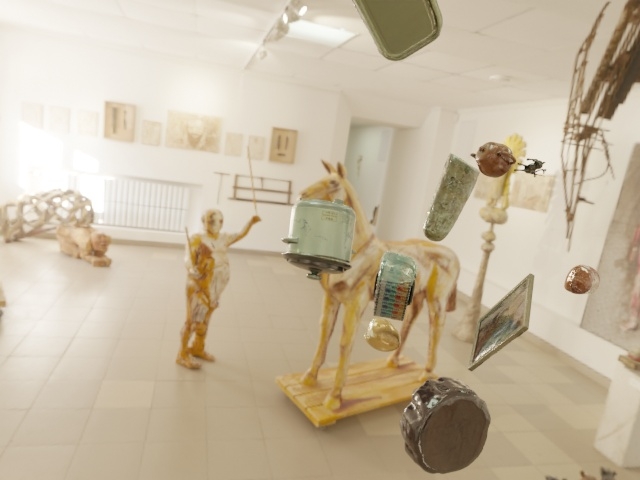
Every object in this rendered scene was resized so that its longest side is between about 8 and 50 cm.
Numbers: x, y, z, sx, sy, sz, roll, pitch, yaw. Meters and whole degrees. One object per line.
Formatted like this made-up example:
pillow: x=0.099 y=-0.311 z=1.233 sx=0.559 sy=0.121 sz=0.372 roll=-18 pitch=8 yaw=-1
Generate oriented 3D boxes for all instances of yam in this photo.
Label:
yam: x=0.465 y=-0.152 z=1.622 sx=0.133 sy=0.330 sz=0.133 roll=24 pitch=1 yaw=-1

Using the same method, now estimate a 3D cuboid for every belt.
belt: x=0.281 y=0.173 z=1.706 sx=0.150 sy=0.257 sz=0.207 roll=10 pitch=14 yaw=8

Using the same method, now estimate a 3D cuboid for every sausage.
sausage: x=0.825 y=0.123 z=1.406 sx=0.083 sy=0.089 sz=0.300 roll=32 pitch=15 yaw=32

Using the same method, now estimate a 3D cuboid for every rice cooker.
rice cooker: x=0.000 y=0.000 z=1.654 sx=0.317 sy=0.316 sz=0.264 roll=1 pitch=-2 yaw=-34

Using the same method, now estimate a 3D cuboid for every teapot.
teapot: x=0.542 y=-0.262 z=1.411 sx=0.116 sy=0.116 sz=0.173 roll=5 pitch=7 yaw=-19

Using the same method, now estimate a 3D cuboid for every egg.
egg: x=0.162 y=0.245 z=1.153 sx=0.097 sy=0.080 sz=0.080 roll=23 pitch=11 yaw=1

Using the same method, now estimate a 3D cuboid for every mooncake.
mooncake: x=0.372 y=0.561 z=1.373 sx=0.283 sy=0.282 sz=0.141 roll=4 pitch=4 yaw=-23

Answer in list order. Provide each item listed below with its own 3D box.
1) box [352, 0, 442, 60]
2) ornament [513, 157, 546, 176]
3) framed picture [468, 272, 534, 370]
box: x=0.109 y=-0.496 z=0.834 sx=0.138 sy=0.274 sz=0.178 roll=-25 pitch=43 yaw=16
ornament: x=0.655 y=-0.221 z=1.367 sx=0.125 sy=0.028 sz=0.073 roll=11 pitch=-23 yaw=-33
framed picture: x=0.468 y=0.217 z=1.168 sx=0.016 sy=0.250 sz=0.184 roll=28 pitch=49 yaw=4
